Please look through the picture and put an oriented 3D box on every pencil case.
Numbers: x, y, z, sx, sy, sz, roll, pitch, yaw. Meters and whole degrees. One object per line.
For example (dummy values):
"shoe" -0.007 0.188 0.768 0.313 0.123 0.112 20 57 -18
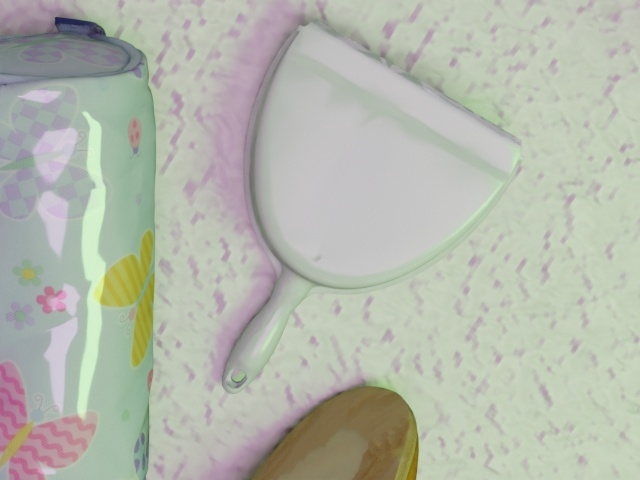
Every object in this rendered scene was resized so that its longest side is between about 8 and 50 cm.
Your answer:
"pencil case" -0.152 0.023 1.032 0.124 0.113 0.273 5 108 15

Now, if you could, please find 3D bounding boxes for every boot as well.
"boot" 0.017 0.255 1.136 0.211 0.104 0.295 45 63 -45

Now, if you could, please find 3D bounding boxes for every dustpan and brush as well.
"dustpan and brush" 0.000 0.000 1.080 0.147 0.060 0.211 30 95 -4
